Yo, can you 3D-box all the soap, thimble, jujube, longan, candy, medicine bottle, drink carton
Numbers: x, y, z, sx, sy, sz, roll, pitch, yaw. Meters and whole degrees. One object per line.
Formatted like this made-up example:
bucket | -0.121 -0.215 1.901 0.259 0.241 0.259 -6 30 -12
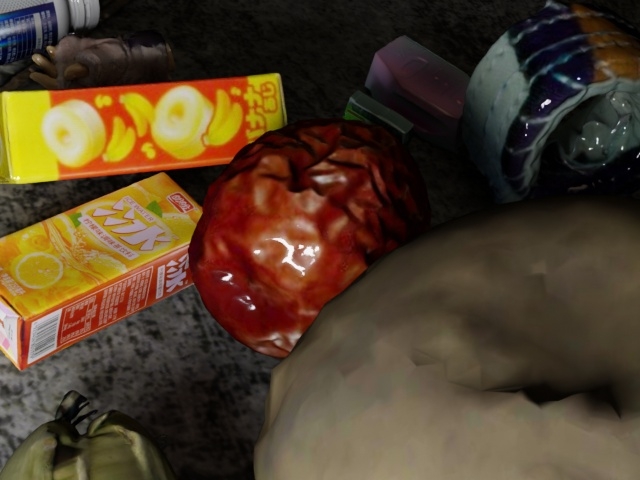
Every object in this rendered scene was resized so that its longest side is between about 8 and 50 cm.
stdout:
soap | 0.128 -0.175 1.366 0.149 0.056 0.100 36 47 18
thimble | 0.275 -0.139 1.270 0.237 0.237 0.150 -1 42 -21
jujube | 0.000 0.000 1.025 0.213 0.213 0.232 31 38 13
longan | 0.185 0.163 0.789 0.435 0.404 0.404 3 45 -24
candy | -0.184 -0.109 1.108 0.276 0.088 0.146 -9 8 -25
medicine bottle | -0.340 -0.244 1.216 0.191 0.107 0.107 -21 56 -29
drink carton | -0.203 0.022 1.028 0.222 0.071 0.096 -27 58 -38

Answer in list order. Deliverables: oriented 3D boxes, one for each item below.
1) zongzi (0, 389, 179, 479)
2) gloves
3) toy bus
zongzi | -0.222 0.258 0.705 0.418 0.181 0.447 -10 47 -27
gloves | -0.227 -0.176 1.209 0.144 0.094 0.110 -7 36 3
toy bus | 0.068 -0.137 1.317 0.083 0.037 0.031 33 44 13
